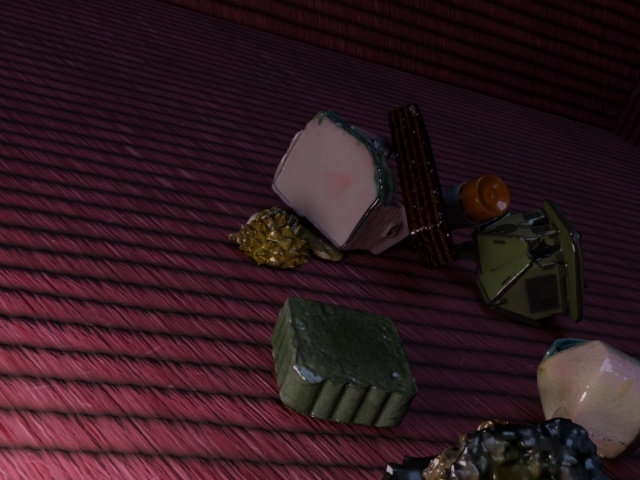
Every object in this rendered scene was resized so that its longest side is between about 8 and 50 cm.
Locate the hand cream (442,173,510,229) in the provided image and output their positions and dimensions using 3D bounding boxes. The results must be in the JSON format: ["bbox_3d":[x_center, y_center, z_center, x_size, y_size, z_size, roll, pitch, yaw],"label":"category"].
[{"bbox_3d":[0.255,-0.062,1.767,0.139,0.089,0.314,9,-12,-22],"label":"hand cream"}]

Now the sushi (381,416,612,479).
[{"bbox_3d":[0.184,0.305,0.921,0.238,0.218,0.225,26,60,-23],"label":"sushi"}]

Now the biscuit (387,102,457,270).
[{"bbox_3d":[0.196,-0.114,1.673,0.073,0.107,0.388,-16,43,12],"label":"biscuit"}]

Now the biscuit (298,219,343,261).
[{"bbox_3d":[0.000,0.000,1.646,0.071,0.018,0.147,15,24,-25],"label":"biscuit"}]

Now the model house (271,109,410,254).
[{"bbox_3d":[0.081,-0.113,1.712,0.237,0.202,0.237,41,20,30],"label":"model house"}]

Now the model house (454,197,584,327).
[{"bbox_3d":[0.352,0.060,1.679,0.278,0.205,0.218,-10,24,1],"label":"model house"}]

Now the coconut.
[{"bbox_3d":[0.411,0.237,1.296,0.182,0.171,0.171,22,22,4],"label":"coconut"}]

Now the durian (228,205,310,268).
[{"bbox_3d":[-0.071,-0.024,1.558,0.140,0.078,0.224,24,24,6],"label":"durian"}]

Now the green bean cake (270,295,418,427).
[{"bbox_3d":[0.028,0.171,1.186,0.183,0.094,0.185,15,24,-17],"label":"green bean cake"}]

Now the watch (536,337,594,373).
[{"bbox_3d":[0.488,0.238,1.475,0.237,0.068,0.195,11,23,-25],"label":"watch"}]

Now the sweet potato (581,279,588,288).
[{"bbox_3d":[0.563,0.084,1.933,0.095,0.034,0.034,21,22,6],"label":"sweet potato"}]
